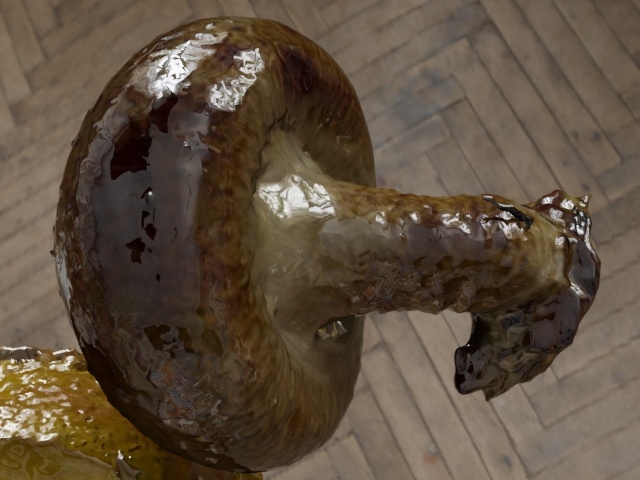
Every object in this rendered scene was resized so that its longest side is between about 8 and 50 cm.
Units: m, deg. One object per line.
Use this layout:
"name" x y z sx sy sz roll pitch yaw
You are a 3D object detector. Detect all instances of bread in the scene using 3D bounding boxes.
"bread" -0.228 0.293 1.020 0.398 0.215 0.398 1 102 3

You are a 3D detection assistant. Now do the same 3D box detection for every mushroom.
"mushroom" -0.013 0.017 0.895 0.356 0.334 0.331 20 77 31
